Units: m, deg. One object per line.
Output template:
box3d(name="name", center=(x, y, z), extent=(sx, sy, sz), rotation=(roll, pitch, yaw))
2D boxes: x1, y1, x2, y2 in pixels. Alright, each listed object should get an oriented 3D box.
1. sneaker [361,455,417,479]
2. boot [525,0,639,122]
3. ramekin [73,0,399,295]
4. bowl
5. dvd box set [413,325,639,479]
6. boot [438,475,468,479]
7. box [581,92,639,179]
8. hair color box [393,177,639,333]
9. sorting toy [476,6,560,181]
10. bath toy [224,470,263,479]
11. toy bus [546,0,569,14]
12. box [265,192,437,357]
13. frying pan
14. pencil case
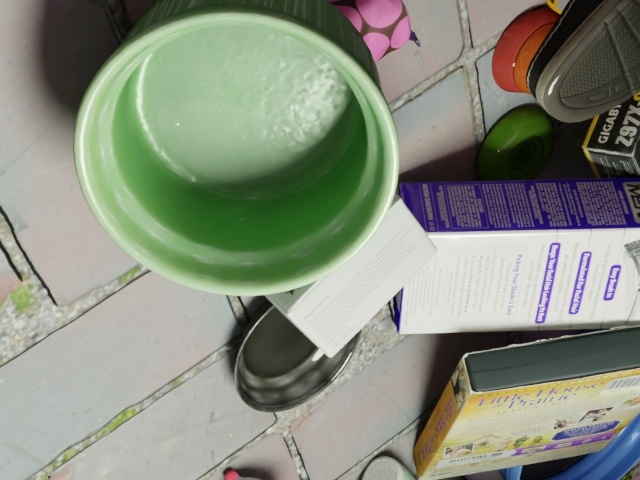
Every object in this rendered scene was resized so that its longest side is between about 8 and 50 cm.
box3d(name="sneaker", center=(0.087, 0.469, 1.936), extent=(0.151, 0.094, 0.255), rotation=(40, 75, -51))
box3d(name="boot", center=(0.293, -0.328, 1.364), extent=(0.377, 0.284, 0.138), rotation=(-52, 140, 3))
box3d(name="ramekin", center=(-0.076, -0.110, 1.231), extent=(0.304, 0.148, 0.303), rotation=(1, 123, 2))
box3d(name="bowl", center=(0.462, 0.300, 2.174), extent=(0.391, 0.077, 0.391), rotation=(-23, 134, -27))
box3d(name="dvd box set", center=(0.312, 0.239, 1.804), extent=(0.308, 0.062, 0.420), rotation=(-8, 155, -9))
box3d(name="boot", center=(0.300, 0.482, 1.900), extent=(0.146, 0.445, 0.367), rotation=(-9, 125, -24))
box3d(name="box", center=(0.477, -0.140, 1.760), extent=(0.322, 0.079, 0.257), rotation=(50, 60, -50))
box3d(name="hair color box", center=(0.268, 0.020, 1.634), extent=(0.339, 0.110, 0.185), rotation=(0, 133, -2))
box3d(name="sorting toy", center=(0.294, -0.115, 1.660), extent=(0.127, 0.126, 0.365), rotation=(-20, 132, -29))
box3d(name="bath toy", center=(-0.180, 0.445, 1.703), extent=(0.348, 0.129, 0.151), rotation=(-40, -177, -6))
box3d(name="toy bus", center=(0.453, -0.352, 1.603), extent=(0.333, 0.130, 0.108), rotation=(-20, 131, -29))
box3d(name="box", center=(0.000, 0.000, 1.450), extent=(0.182, 0.181, 0.119), rotation=(-45, 140, -3))
box3d(name="frying pan", center=(-0.026, 0.080, 1.593), extent=(0.197, 0.053, 0.326), rotation=(-17, 129, -31))
box3d(name="pencil case", center=(-0.001, -0.202, 1.363), extent=(0.209, 0.095, 0.098), rotation=(-29, 150, -17))
